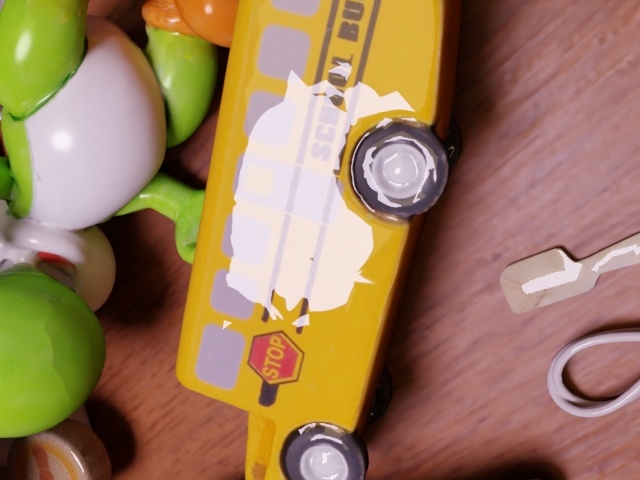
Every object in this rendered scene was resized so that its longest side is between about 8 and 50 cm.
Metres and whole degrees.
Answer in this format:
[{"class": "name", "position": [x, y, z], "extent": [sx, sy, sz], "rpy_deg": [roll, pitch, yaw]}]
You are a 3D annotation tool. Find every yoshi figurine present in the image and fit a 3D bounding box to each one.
[{"class": "yoshi figurine", "position": [-0.162, -0.015, 0.485], "extent": [0.203, 0.203, 0.362], "rpy_deg": [31, 113, 5]}]

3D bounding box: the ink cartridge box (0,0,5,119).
[{"class": "ink cartridge box", "position": [-0.322, -0.136, 0.553], "extent": [0.198, 0.067, 0.115], "rpy_deg": [-5, 106, -9]}]

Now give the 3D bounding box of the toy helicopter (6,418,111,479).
[{"class": "toy helicopter", "position": [-0.239, 0.314, 0.635], "extent": [0.235, 0.140, 0.355], "rpy_deg": [26, 109, 16]}]

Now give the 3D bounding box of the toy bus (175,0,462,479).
[{"class": "toy bus", "position": [0.000, 0.000, 0.447], "extent": [0.130, 0.108, 0.333], "rpy_deg": [16, 108, 10]}]

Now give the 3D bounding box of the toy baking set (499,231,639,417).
[{"class": "toy baking set", "position": [0.233, 0.058, 0.404], "extent": [0.256, 0.030, 0.197], "rpy_deg": [39, 115, 13]}]

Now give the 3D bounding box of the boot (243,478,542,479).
[{"class": "boot", "position": [0.009, 0.197, 0.493], "extent": [0.207, 0.248, 0.090], "rpy_deg": [23, 136, 56]}]

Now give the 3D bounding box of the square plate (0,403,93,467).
[{"class": "square plate", "position": [-0.407, 0.066, 0.665], "extent": [0.347, 0.049, 0.344], "rpy_deg": [-15, 97, 15]}]
